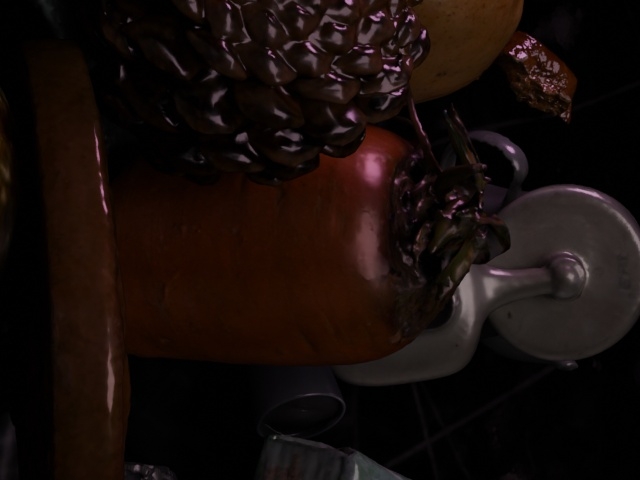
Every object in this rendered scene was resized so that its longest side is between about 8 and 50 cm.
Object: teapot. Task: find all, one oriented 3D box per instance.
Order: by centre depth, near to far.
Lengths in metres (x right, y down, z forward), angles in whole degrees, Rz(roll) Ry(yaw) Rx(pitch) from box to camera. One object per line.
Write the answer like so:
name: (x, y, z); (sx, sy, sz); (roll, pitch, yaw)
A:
teapot: (0.173, 0.011, 1.581); (0.162, 0.149, 0.239); (-28, 109, -36)

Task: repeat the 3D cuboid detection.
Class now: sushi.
sushi: (0.211, -0.157, 1.676); (0.118, 0.061, 0.060); (34, 76, -15)

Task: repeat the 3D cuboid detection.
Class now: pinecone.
pinecone: (-0.061, -0.150, 1.186); (0.243, 0.257, 0.243); (38, 38, -36)

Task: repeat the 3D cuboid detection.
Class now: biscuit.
biscuit: (-0.178, 0.049, 1.179); (0.063, 0.314, 0.367); (-3, 62, -15)

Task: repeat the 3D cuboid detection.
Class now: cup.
cup: (-0.032, 0.125, 1.446); (0.078, 0.100, 0.077); (5, 50, -32)

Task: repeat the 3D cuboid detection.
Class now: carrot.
carrot: (0.000, 0.000, 1.342); (0.214, 0.331, 0.193); (-55, 135, -47)

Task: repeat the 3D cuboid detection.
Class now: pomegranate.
pomegranate: (0.042, -0.228, 1.394); (0.260, 0.260, 0.260); (-1, 91, -41)

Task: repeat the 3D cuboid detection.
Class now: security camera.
security camera: (0.141, 0.042, 1.487); (0.301, 0.080, 0.157); (-8, 96, 3)

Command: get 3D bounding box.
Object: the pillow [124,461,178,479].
pillow: (-0.167, 0.338, 1.322); (0.161, 0.092, 0.335); (25, 74, -35)

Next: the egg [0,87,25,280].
egg: (-0.311, -0.017, 1.094); (0.238, 0.238, 0.289); (-3, 102, -41)

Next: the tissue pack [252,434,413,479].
tissue pack: (0.013, 0.342, 1.442); (0.228, 0.128, 0.311); (31, 70, -50)
